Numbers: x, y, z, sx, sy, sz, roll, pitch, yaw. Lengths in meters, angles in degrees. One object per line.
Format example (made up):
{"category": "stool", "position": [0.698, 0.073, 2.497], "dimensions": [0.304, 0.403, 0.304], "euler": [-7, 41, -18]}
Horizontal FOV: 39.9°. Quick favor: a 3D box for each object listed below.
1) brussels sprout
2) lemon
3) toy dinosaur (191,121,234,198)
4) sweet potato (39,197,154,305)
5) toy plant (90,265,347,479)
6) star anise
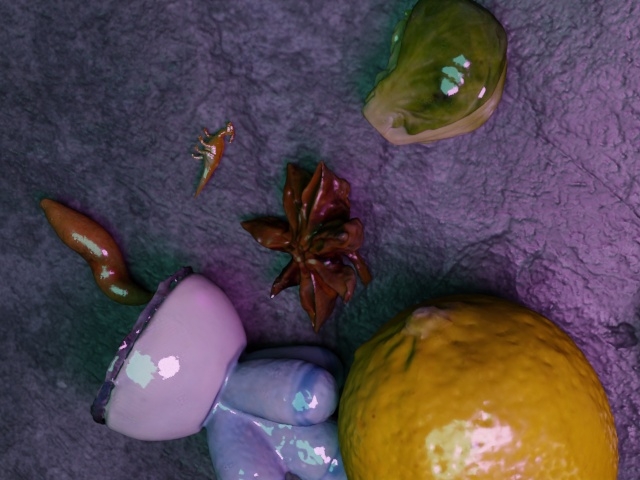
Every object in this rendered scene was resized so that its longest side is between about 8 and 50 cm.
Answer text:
{"category": "brussels sprout", "position": [0.135, -0.187, 1.003], "dimensions": [0.145, 0.131, 0.183], "euler": [24, 103, 14]}
{"category": "lemon", "position": [0.178, 0.225, 1.001], "dimensions": [0.336, 0.336, 0.336], "euler": [3, 104, 14]}
{"category": "toy dinosaur", "position": [-0.151, -0.110, 1.151], "dimensions": [0.041, 0.026, 0.113], "euler": [30, 100, -11]}
{"category": "sweet potato", "position": [-0.309, 0.014, 1.210], "dimensions": [0.202, 0.055, 0.058], "euler": [50, 146, -3]}
{"category": "toy plant", "position": [-0.089, 0.209, 1.116], "dimensions": [0.332, 0.247, 0.247], "euler": [29, 108, 3]}
{"category": "star anise", "position": [-0.006, -0.002, 1.097], "dimensions": [0.196, 0.111, 0.212], "euler": [41, 142, 23]}
